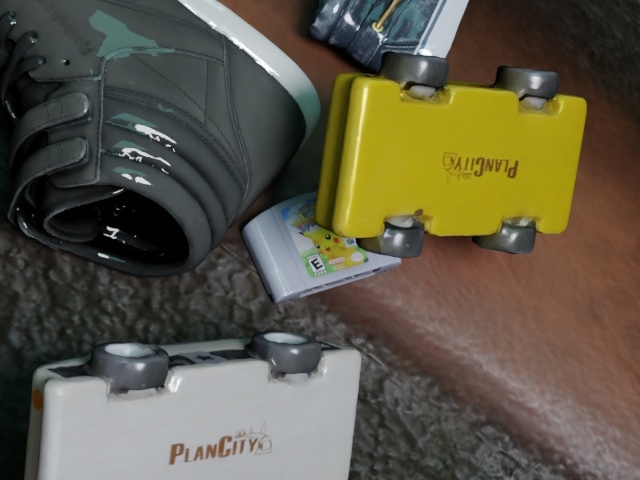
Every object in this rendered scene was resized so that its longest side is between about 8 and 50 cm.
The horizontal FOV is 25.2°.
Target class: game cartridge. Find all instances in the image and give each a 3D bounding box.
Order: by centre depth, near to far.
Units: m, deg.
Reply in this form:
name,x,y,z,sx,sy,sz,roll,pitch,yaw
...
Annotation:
name,x,y,z,sx,sy,sz,roll,pitch,yaw
game cartridge,0.000,0.000,0.805,0.083,0.017,0.056,-16,68,-29

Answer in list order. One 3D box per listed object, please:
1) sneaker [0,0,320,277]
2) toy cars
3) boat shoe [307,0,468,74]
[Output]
name,x,y,z,sx,sy,sz,roll,pitch,yaw
sneaker,-0.148,-0.092,0.735,0.296,0.104,0.147,32,51,-10
toy cars,-0.008,0.021,0.728,0.393,0.087,0.176,-46,129,-25
boat shoe,0.057,-0.180,0.892,0.083,0.065,0.183,28,58,-9
